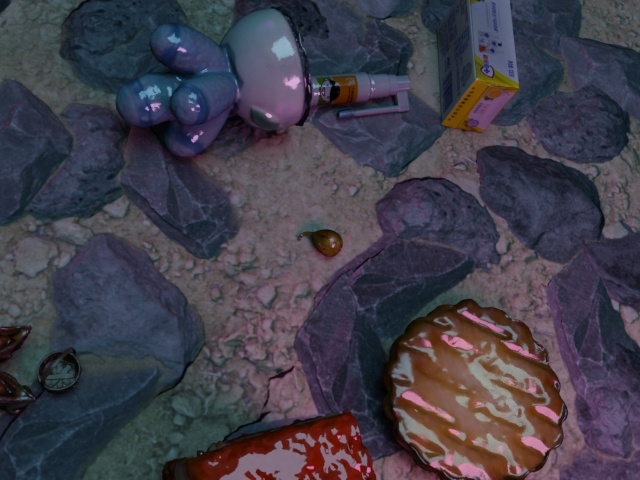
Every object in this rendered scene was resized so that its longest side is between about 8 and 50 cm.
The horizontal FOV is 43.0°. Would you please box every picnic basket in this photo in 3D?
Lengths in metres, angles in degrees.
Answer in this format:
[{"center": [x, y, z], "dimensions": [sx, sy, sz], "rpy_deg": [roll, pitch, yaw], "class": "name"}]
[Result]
[{"center": [-0.402, 0.198, 1.249], "dimensions": [0.072, 0.083, 0.072], "rpy_deg": [6, 62, -12], "class": "picnic basket"}]

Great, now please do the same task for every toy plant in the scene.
[{"center": [-0.206, -0.282, 1.466], "dimensions": [0.332, 0.247, 0.247], "rpy_deg": [-17, 70, -20], "class": "toy plant"}]

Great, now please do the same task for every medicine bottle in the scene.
[{"center": [0.078, -0.295, 1.644], "dimensions": [0.220, 0.061, 0.092], "rpy_deg": [-8, 92, -19], "class": "medicine bottle"}]

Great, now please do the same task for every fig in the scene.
[{"center": [0.000, 0.000, 1.485], "dimensions": [0.083, 0.050, 0.050], "rpy_deg": [16, 60, 15], "class": "fig"}]

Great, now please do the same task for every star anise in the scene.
[{"center": [-0.534, 0.214, 1.204], "dimensions": [0.220, 0.099, 0.214], "rpy_deg": [8, 77, -17], "class": "star anise"}]

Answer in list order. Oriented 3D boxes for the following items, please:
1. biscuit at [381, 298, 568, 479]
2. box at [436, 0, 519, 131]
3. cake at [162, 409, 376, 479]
[{"center": [0.257, 0.266, 1.389], "dimensions": [0.326, 0.107, 0.326], "rpy_deg": [5, 61, -10], "class": "biscuit"}, {"center": [0.322, -0.381, 1.690], "dimensions": [0.097, 0.168, 0.265], "rpy_deg": [9, 61, -15], "class": "box"}, {"center": [-0.064, 0.396, 1.111], "dimensions": [0.270, 0.319, 0.269], "rpy_deg": [-10, 69, -20], "class": "cake"}]
